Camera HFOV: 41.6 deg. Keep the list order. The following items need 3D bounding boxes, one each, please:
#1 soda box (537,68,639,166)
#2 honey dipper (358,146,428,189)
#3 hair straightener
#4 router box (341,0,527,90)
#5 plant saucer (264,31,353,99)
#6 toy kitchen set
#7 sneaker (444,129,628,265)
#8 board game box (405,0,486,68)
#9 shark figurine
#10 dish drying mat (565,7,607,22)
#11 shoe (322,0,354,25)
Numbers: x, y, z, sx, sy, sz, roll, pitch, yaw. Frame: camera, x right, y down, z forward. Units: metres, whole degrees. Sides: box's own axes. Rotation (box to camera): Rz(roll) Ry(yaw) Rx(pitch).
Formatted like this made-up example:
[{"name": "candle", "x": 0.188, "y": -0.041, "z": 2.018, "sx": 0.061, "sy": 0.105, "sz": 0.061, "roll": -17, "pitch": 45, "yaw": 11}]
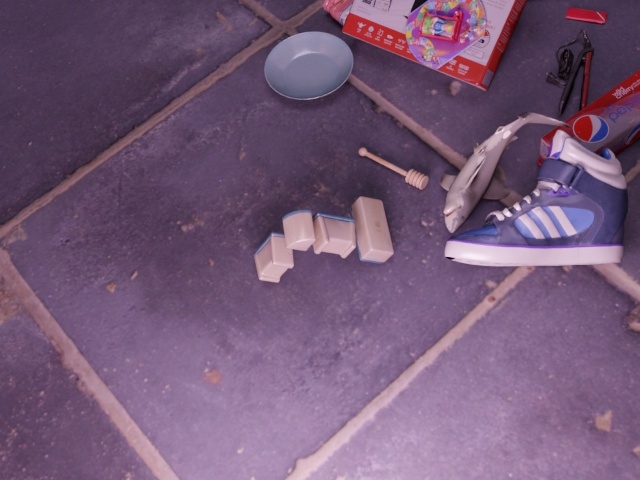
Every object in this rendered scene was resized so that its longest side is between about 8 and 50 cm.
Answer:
[{"name": "soda box", "x": 0.545, "y": -0.214, "z": 1.617, "sx": 0.263, "sy": 0.083, "sz": 0.092, "roll": -33, "pitch": 61, "yaw": -12}, {"name": "honey dipper", "x": 0.142, "y": -0.148, "z": 1.674, "sx": 0.160, "sy": 0.030, "sz": 0.030, "roll": 31, "pitch": 68, "yaw": 28}, {"name": "hair straightener", "x": 0.509, "y": -0.348, "z": 1.724, "sx": 0.089, "sy": 0.047, "sz": 0.230, "roll": 10, "pitch": 61, "yaw": 14}, {"name": "router box", "x": 0.251, "y": -0.514, "z": 1.753, "sx": 0.335, "sy": 0.082, "sz": 0.301, "roll": 27, "pitch": 102, "yaw": 23}, {"name": "plant saucer", "x": -0.023, "y": -0.370, "z": 1.826, "sx": 0.195, "sy": 0.037, "sz": 0.195, "roll": -4, "pitch": 60, "yaw": 6}, {"name": "toy kitchen set", "x": 0.000, "y": 0.000, "z": 1.588, "sx": 0.207, "sy": 0.166, "sz": 0.122, "roll": 10, "pitch": 54, "yaw": -28}, {"name": "sneaker", "x": 0.378, "y": -0.075, "z": 1.487, "sx": 0.322, "sy": 0.130, "sz": 0.236, "roll": 0, "pitch": 86, "yaw": -1}, {"name": "board game box", "x": 0.245, "y": -0.434, "z": 1.693, "sx": 0.168, "sy": 0.033, "sz": 0.133, "roll": -32, "pitch": 78, "yaw": 22}, {"name": "shark figurine", "x": 0.332, "y": -0.134, "z": 1.581, "sx": 0.278, "sy": 0.116, "sz": 0.166, "roll": -52, "pitch": 17, "yaw": 12}, {"name": "dish drying mat", "x": 0.575, "y": -0.486, "z": 1.820, "sx": 0.083, "sy": 0.008, "sz": 0.032, "roll": 14, "pitch": 63, "yaw": 17}, {"name": "shoe", "x": 0.090, "y": -0.563, "z": 1.909, "sx": 0.178, "sy": 0.063, "sz": 0.081, "roll": -42, "pitch": 67, "yaw": -11}]
